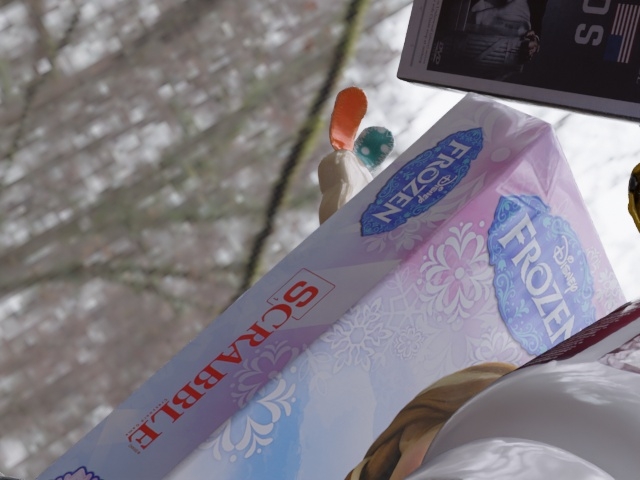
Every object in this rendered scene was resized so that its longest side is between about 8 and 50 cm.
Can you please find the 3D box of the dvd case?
[{"bbox_3d":[0.147,-0.165,1.025,0.238,0.029,0.179,17,-86,52],"label":"dvd case"}]

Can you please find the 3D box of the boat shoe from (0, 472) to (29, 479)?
[{"bbox_3d":[-0.132,0.172,0.938,0.219,0.078,0.070,15,-37,-11],"label":"boat shoe"}]

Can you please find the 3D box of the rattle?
[{"bbox_3d":[0.000,0.000,1.349,0.142,0.130,0.200,-36,-118,34],"label":"rattle"}]

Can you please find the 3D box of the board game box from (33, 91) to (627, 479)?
[{"bbox_3d":[0.038,0.148,0.868,0.066,0.318,0.319,28,-25,49],"label":"board game box"}]

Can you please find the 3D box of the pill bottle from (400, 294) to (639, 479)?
[{"bbox_3d":[0.104,0.086,0.557,0.121,0.221,0.121,11,-70,33],"label":"pill bottle"}]

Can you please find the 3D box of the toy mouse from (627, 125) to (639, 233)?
[{"bbox_3d":[0.315,-0.022,1.404,0.031,0.143,0.161,32,60,-83],"label":"toy mouse"}]
